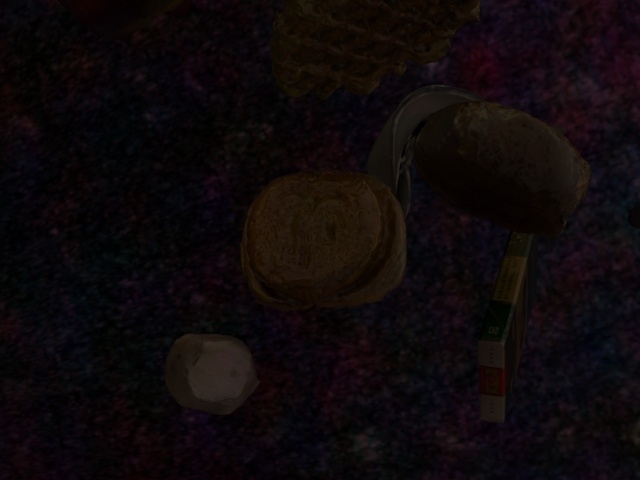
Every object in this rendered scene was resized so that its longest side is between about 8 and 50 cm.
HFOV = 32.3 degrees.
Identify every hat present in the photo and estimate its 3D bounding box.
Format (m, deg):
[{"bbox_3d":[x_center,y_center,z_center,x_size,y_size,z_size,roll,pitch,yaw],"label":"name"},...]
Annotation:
[{"bbox_3d":[0.164,-0.185,1.909,0.258,0.301,0.168,-40,66,-4],"label":"hat"}]

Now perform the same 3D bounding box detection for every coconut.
[{"bbox_3d":[-0.134,0.173,1.430,0.124,0.110,0.110,11,69,-25],"label":"coconut"}]

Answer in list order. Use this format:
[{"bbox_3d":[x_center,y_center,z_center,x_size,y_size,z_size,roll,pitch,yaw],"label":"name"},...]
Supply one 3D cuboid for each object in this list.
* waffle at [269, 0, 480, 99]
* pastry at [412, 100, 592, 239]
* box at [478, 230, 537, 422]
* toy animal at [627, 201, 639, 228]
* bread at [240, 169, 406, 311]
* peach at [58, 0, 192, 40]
[{"bbox_3d":[0.075,-0.294,1.478,0.302,0.325,0.068,-18,71,-7],"label":"waffle"},{"bbox_3d":[0.200,-0.082,1.215,0.192,0.182,0.093,24,77,11],"label":"pastry"},{"bbox_3d":[0.227,0.088,1.324,0.235,0.034,0.132,-65,156,-46],"label":"box"},{"bbox_3d":[0.302,-0.174,0.630,0.081,0.205,0.367,41,58,-47],"label":"toy animal"},{"bbox_3d":[0.000,-0.003,1.526,0.120,0.236,0.198,61,27,-66],"label":"bread"},{"bbox_3d":[-0.026,-0.279,0.535,0.335,0.406,0.310,-24,97,-19],"label":"peach"}]
